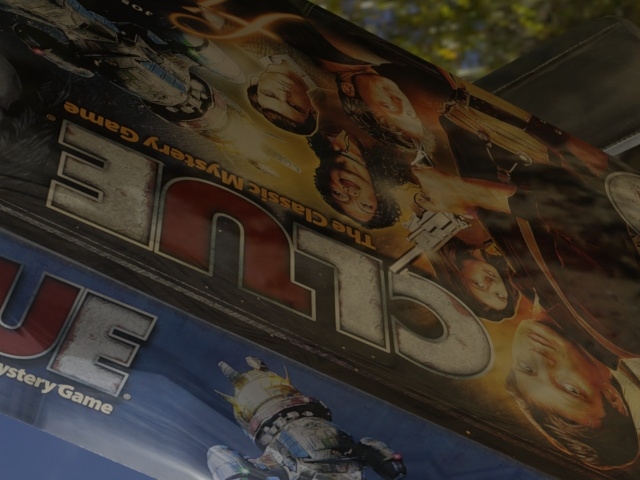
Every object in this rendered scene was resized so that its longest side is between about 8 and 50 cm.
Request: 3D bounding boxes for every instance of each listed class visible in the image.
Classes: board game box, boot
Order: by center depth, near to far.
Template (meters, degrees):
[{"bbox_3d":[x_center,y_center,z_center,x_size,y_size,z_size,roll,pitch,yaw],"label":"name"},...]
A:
[{"bbox_3d":[0.000,0.000,0.400,0.243,0.042,0.165,25,-150,-14],"label":"board game box"},{"bbox_3d":[0.086,-0.079,1.012,0.208,0.190,0.076,-36,-39,-4],"label":"boot"}]
